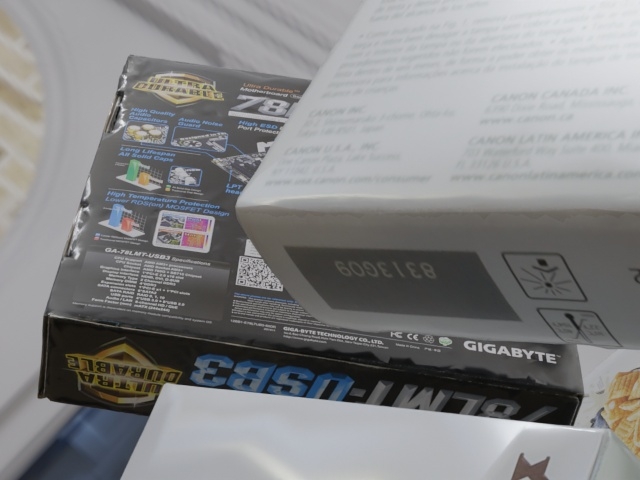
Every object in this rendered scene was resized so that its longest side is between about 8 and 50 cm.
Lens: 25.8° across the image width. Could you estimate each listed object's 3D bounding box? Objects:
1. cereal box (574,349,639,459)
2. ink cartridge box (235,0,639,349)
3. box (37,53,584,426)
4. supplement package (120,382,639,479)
[{"bbox_3d":[0.258,0.116,0.977,0.047,0.240,0.173,40,17,-21],"label":"cereal box"},{"bbox_3d":[0.178,-0.126,0.575,0.308,0.385,0.091,1,-41,42],"label":"ink cartridge box"},{"bbox_3d":[0.000,0.000,0.863,0.295,0.293,0.073,8,-55,-4],"label":"box"},{"bbox_3d":[0.050,0.203,0.501,0.198,0.199,0.262,0,-33,43],"label":"supplement package"}]
